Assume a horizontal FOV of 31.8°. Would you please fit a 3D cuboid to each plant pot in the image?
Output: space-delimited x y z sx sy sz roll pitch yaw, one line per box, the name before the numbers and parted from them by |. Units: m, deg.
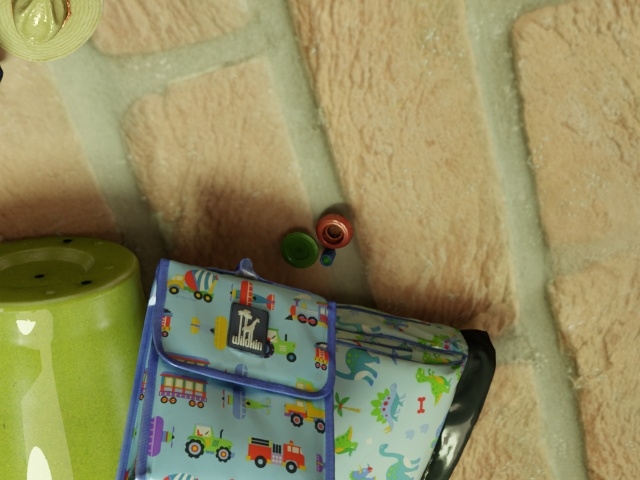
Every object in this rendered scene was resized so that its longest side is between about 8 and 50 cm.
plant pot | -0.327 0.192 1.375 0.366 0.366 0.353 -4 109 -6

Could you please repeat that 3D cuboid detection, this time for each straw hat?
straw hat | -0.312 -0.254 1.249 0.144 0.061 0.145 -4 121 -6

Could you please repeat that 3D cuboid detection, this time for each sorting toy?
sorting toy | 0.000 0.000 1.467 0.102 0.042 0.061 -25 106 20

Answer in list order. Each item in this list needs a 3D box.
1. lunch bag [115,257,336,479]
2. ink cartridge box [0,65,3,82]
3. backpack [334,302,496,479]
lunch bag | -0.098 0.162 1.278 0.220 0.293 0.138 13 153 -17
ink cartridge box | -0.558 -0.264 1.198 0.330 0.071 0.324 -16 119 3
backpack | 0.023 0.212 1.485 0.355 0.273 0.290 23 102 -2
